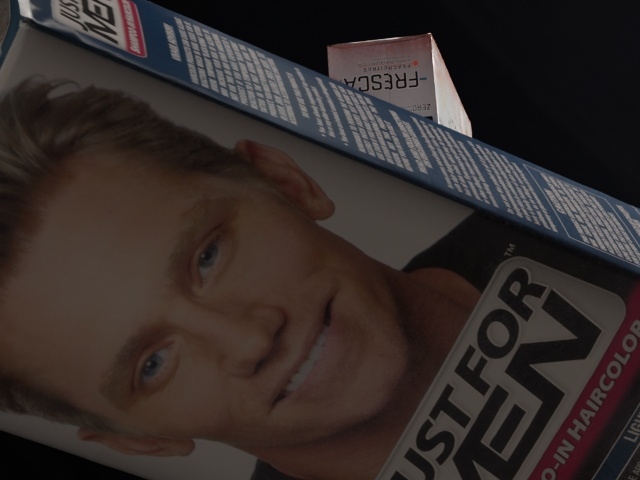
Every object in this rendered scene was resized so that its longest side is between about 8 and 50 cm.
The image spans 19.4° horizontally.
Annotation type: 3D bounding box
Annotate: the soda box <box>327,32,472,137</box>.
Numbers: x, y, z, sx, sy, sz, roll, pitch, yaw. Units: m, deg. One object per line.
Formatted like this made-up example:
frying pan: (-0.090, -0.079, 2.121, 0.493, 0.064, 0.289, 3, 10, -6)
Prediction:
soda box: (0.049, -0.058, 1.056, 0.058, 0.063, 0.183, -6, 166, 11)

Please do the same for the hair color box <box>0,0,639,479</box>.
hair color box: (-0.005, 0.027, 0.815, 0.174, 0.347, 0.105, -62, -160, 19)
